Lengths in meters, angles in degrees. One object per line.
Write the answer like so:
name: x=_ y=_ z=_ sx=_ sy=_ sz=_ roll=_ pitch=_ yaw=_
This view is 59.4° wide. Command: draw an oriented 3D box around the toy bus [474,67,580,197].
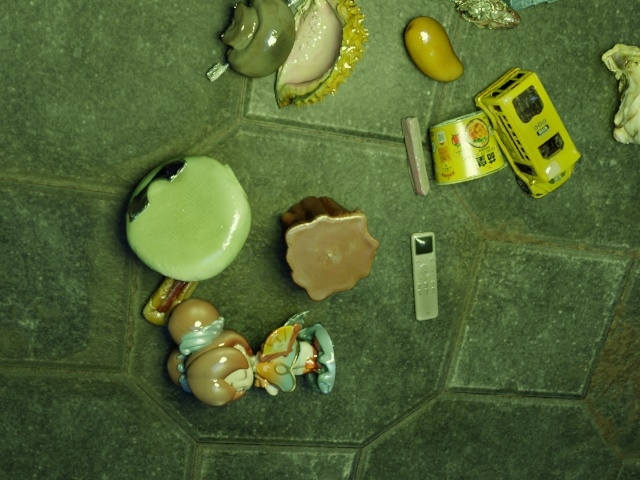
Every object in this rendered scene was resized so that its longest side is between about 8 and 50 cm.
toy bus: x=0.533 y=-0.255 z=1.407 sx=0.145 sy=0.151 sz=0.331 roll=-38 pitch=110 yaw=1

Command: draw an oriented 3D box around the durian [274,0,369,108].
durian: x=0.015 y=-0.408 z=1.246 sx=0.185 sy=0.195 sz=0.305 roll=27 pitch=100 yaw=-24

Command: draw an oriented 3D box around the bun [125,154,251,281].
bun: x=-0.294 y=-0.046 z=1.315 sx=0.293 sy=0.187 sz=0.293 roll=0 pitch=86 yaw=7

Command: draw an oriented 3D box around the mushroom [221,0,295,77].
mushroom: x=-0.121 y=-0.441 z=1.232 sx=0.141 sy=0.117 sz=0.188 roll=4 pitch=119 yaw=-51

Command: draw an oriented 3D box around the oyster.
oyster: x=0.825 y=-0.375 z=1.449 sx=0.275 sy=0.100 sz=0.271 roll=-14 pitch=113 yaw=-19

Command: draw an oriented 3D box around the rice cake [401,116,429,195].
rice cake: x=0.243 y=-0.212 z=1.426 sx=0.036 sy=0.047 sz=0.207 roll=-17 pitch=112 yaw=-11

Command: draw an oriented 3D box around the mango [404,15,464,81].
mango: x=0.268 y=-0.448 z=1.333 sx=0.102 sy=0.085 sz=0.184 roll=-46 pitch=120 yaw=2

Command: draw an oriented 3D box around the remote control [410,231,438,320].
remote control: x=0.289 y=0.102 z=1.548 sx=0.067 sy=0.029 sz=0.261 roll=-9 pitch=110 yaw=-7

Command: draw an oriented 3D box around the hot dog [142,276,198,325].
hot dog: x=-0.363 y=0.120 z=1.416 sx=0.084 sy=0.073 sz=0.242 roll=34 pitch=99 yaw=-14

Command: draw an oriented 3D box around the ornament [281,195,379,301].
ornament: x=0.000 y=0.000 z=1.361 sx=0.221 sy=0.217 sz=0.235 roll=21 pitch=104 yaw=-16

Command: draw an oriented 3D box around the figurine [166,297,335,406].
figurine: x=-0.181 y=0.289 z=1.417 sx=0.388 sy=0.248 sz=0.277 roll=-4 pitch=127 yaw=-21

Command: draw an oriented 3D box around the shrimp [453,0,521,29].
shrimp: x=0.380 y=-0.543 z=1.323 sx=0.190 sy=0.073 sz=0.075 roll=24 pitch=116 yaw=-3

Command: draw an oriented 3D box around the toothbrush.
toothbrush: x=-0.150 y=-0.467 z=1.280 sx=0.288 sy=0.026 sz=0.024 roll=-42 pitch=69 yaw=4

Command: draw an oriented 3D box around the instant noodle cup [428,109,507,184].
instant noodle cup: x=0.350 y=-0.231 z=1.379 sx=0.182 sy=0.182 sz=0.144 roll=-19 pitch=101 yaw=-3

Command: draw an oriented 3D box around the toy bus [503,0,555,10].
toy bus: x=0.521 y=-0.597 z=1.346 sx=0.165 sy=0.047 sz=0.065 roll=-17 pitch=115 yaw=-3
